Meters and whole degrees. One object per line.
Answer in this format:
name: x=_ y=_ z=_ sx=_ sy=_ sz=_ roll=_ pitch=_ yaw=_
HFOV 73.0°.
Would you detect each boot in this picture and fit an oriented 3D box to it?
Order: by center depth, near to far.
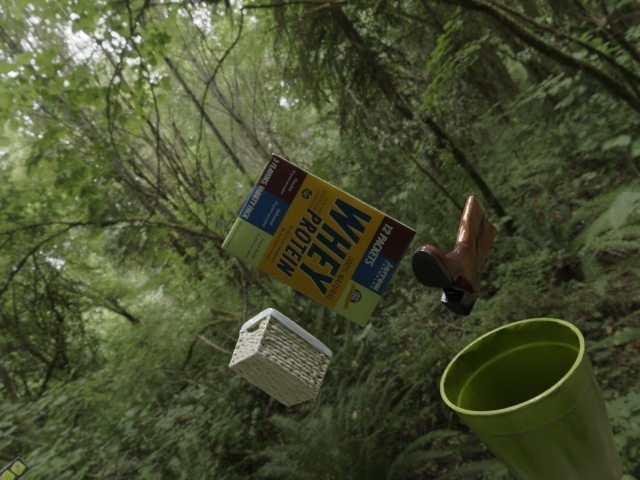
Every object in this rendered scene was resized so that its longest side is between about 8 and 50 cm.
boot: x=0.350 y=0.005 z=1.073 sx=0.096 sy=0.264 sz=0.281 roll=-5 pitch=51 yaw=53

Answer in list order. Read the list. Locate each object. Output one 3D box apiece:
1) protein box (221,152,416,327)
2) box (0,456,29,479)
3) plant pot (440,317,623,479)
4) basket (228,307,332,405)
protein box: x=0.000 y=0.000 z=0.618 sx=0.136 sy=0.201 sz=0.200 roll=-61 pitch=-2 yaw=1
box: x=-0.681 y=0.522 z=0.827 sx=0.114 sy=0.036 sz=0.207 roll=-39 pitch=4 yaw=10
plant pot: x=0.554 y=0.450 z=1.094 sx=0.366 sy=0.353 sz=0.366 roll=-32 pitch=5 yaw=3
basket: x=-0.078 y=0.229 z=0.833 sx=0.113 sy=0.167 sz=0.103 roll=-35 pitch=22 yaw=39
